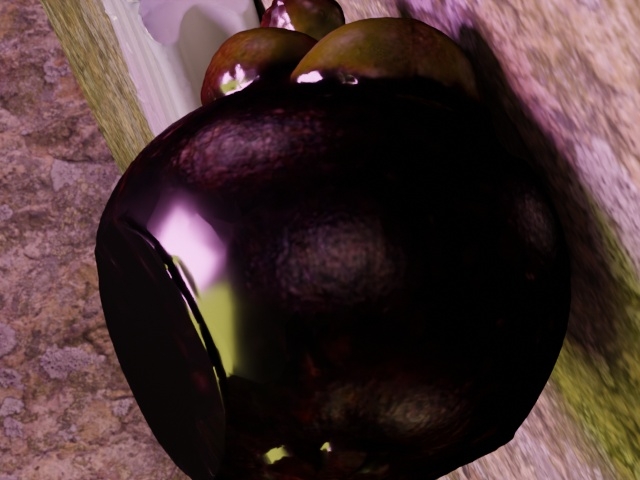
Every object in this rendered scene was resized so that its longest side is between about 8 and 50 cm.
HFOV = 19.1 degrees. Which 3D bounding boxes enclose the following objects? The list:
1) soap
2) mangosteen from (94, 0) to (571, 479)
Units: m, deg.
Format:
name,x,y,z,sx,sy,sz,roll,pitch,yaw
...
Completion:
name,x,y,z,sx,sy,sz,roll,pitch,yaw
soap,-0.100,-0.140,1.602,0.173,0.095,0.289,54,167,41
mangosteen,-0.003,0.004,1.045,0.287,0.233,0.287,57,163,29
